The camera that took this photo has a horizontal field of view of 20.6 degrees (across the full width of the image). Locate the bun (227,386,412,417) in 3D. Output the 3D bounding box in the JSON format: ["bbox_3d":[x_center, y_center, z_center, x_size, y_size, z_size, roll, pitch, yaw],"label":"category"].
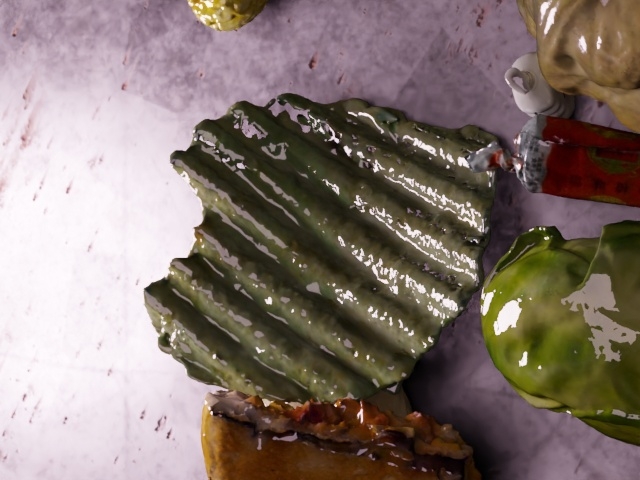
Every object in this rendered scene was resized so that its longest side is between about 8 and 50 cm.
[{"bbox_3d":[-0.007,0.200,2.011,0.237,0.116,0.210,17,97,22],"label":"bun"}]

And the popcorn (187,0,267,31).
[{"bbox_3d":[-0.110,-0.308,2.072,0.106,0.116,0.121,-20,39,15],"label":"popcorn"}]

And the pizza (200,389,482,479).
[{"bbox_3d":[0.039,0.282,1.902,0.409,0.114,0.278,37,113,-18],"label":"pizza"}]

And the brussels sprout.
[{"bbox_3d":[0.311,0.091,1.787,0.294,0.259,0.227,23,99,25],"label":"brussels sprout"}]

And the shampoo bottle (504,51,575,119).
[{"bbox_3d":[0.229,-0.168,1.888,0.045,0.152,0.077,-12,82,25],"label":"shampoo bottle"}]

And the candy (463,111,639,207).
[{"bbox_3d":[0.299,-0.082,1.874,0.292,0.059,0.086,8,120,4],"label":"candy"}]

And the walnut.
[{"bbox_3d":[0.331,-0.252,1.776,0.282,0.277,0.253,23,78,20],"label":"walnut"}]

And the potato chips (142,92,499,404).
[{"bbox_3d":[0.008,0.000,1.957,0.389,0.097,0.373,8,72,20],"label":"potato chips"}]
